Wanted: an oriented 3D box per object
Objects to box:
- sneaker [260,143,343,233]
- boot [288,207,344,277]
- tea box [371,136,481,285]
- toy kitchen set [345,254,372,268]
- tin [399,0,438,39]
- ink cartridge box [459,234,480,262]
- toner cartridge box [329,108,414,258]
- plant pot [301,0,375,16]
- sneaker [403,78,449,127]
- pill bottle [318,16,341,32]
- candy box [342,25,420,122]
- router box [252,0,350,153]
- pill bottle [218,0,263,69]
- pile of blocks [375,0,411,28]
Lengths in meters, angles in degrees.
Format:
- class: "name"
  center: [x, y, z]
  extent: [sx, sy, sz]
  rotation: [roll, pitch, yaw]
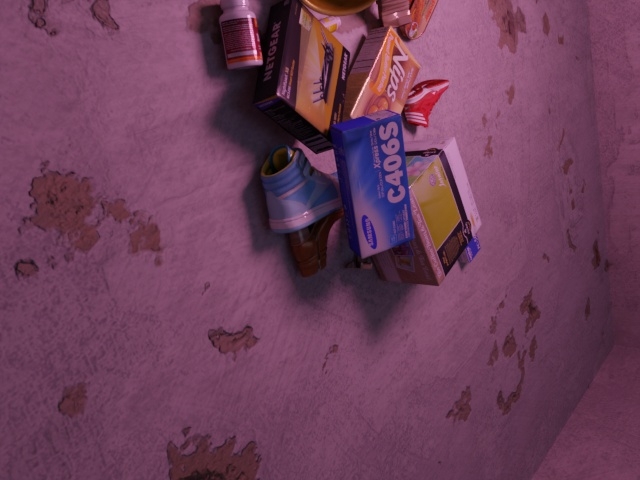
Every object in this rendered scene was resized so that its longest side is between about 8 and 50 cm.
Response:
- class: "sneaker"
  center: [-0.024, -0.170, 1.517]
  extent: [0.319, 0.127, 0.208]
  rotation: [-35, 119, -41]
- class: "boot"
  center: [0.000, 0.000, 1.596]
  extent: [0.197, 0.073, 0.152]
  rotation: [-26, 111, -31]
- class: "tea box"
  center: [0.296, -0.090, 1.800]
  extent: [0.323, 0.220, 0.328]
  rotation: [-46, 124, -36]
- class: "toy kitchen set"
  center: [0.111, 0.046, 1.724]
  extent: [0.068, 0.083, 0.075]
  rotation: [3, 91, -6]
- class: "tin"
  center: [0.314, -0.735, 1.866]
  extent: [0.106, 0.040, 0.189]
  rotation: [13, 107, -44]
- class: "ink cartridge box"
  center: [0.533, -0.027, 2.191]
  extent: [0.097, 0.046, 0.207]
  rotation: [-45, 124, -34]
- class: "toner cartridge box"
  center: [0.137, -0.141, 1.500]
  extent: [0.165, 0.075, 0.347]
  rotation: [-20, 118, -16]
- class: "plant pot"
  center: [0.037, -0.731, 1.449]
  extent: [0.254, 0.254, 0.238]
  rotation: [32, 38, -44]
- class: "sneaker"
  center: [0.348, -0.451, 1.951]
  extent: [0.221, 0.087, 0.128]
  rotation: [-29, 123, -29]
- class: "pill bottle"
  center: [0.019, -0.582, 1.595]
  extent: [0.083, 0.043, 0.043]
  rotation: [-38, 119, -39]
- class: "candy box"
  center: [0.166, -0.438, 1.720]
  extent: [0.183, 0.088, 0.316]
  rotation: [38, 69, -42]
- class: "router box"
  center: [-0.038, -0.410, 1.470]
  extent: [0.243, 0.081, 0.308]
  rotation: [31, 57, -44]
- class: "pill bottle"
  center: [-0.185, -0.473, 1.348]
  extent: [0.086, 0.086, 0.151]
  rotation: [-22, 109, -45]
- class: "pile of blocks"
  center: [0.209, -0.737, 1.642]
  extent: [0.362, 0.113, 0.148]
  rotation: [70, 5, -68]
